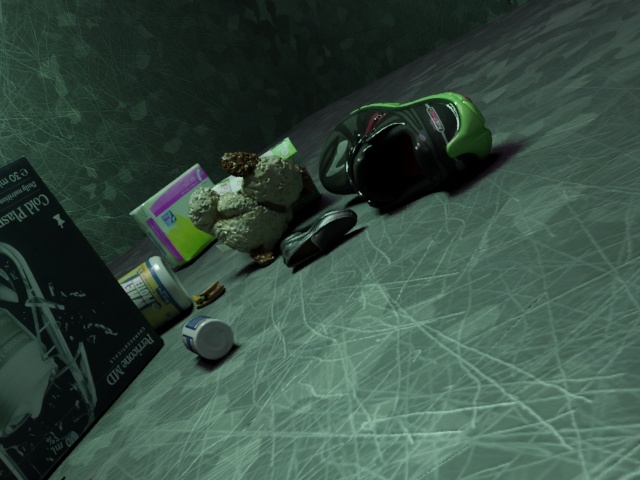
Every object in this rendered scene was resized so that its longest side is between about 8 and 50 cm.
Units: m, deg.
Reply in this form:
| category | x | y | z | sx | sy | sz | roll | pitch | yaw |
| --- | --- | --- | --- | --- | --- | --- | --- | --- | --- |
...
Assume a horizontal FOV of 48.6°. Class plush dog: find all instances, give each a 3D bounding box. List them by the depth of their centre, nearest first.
| category | x | y | z | sx | sy | sz | roll | pitch | yaw |
| --- | --- | --- | --- | --- | --- | --- | --- | --- | --- |
| plush dog | -0.132 | -0.086 | 1.581 | 0.210 | 0.263 | 0.225 | 43 | 114 | 50 |

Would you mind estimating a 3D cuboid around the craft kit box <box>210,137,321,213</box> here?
| category | x | y | z | sx | sy | sz | roll | pitch | yaw |
| --- | --- | --- | --- | --- | --- | --- | --- | --- | --- |
| craft kit box | -0.139 | -0.115 | 1.777 | 0.247 | 0.061 | 0.250 | -31 | -26 | 1 |

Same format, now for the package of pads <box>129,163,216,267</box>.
| category | x | y | z | sx | sy | sz | roll | pitch | yaw |
| --- | --- | --- | --- | --- | --- | --- | --- | --- | --- |
| package of pads | -0.413 | -0.076 | 2.205 | 0.101 | 0.229 | 0.296 | -26 | 16 | 41 |

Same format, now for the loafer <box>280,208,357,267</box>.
| category | x | y | z | sx | sy | sz | roll | pitch | yaw |
| --- | --- | --- | --- | --- | --- | --- | --- | --- | --- |
| loafer | 0.000 | 0.000 | 1.361 | 0.170 | 0.062 | 0.061 | -33 | 35 | 19 |

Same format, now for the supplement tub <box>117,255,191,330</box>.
| category | x | y | z | sx | sy | sz | roll | pitch | yaw |
| --- | --- | --- | --- | --- | --- | --- | --- | --- | --- |
| supplement tub | -0.408 | 0.144 | 1.594 | 0.200 | 0.144 | 0.144 | -35 | 13 | -6 |

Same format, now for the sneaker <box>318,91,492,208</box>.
| category | x | y | z | sx | sy | sz | roll | pitch | yaw |
| --- | --- | --- | --- | --- | --- | --- | --- | --- | --- |
| sneaker | 0.112 | -0.167 | 1.395 | 0.202 | 0.185 | 0.483 | -36 | 12 | -26 |

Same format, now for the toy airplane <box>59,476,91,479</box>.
| category | x | y | z | sx | sy | sz | roll | pitch | yaw |
| --- | --- | --- | --- | --- | --- | --- | --- | --- | --- |
| toy airplane | -0.391 | 0.378 | 0.975 | 0.151 | 0.028 | 0.151 | -33 | 13 | 9 |

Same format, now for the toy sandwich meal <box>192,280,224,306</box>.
| category | x | y | z | sx | sy | sz | roll | pitch | yaw |
| --- | --- | --- | --- | --- | --- | --- | --- | --- | --- |
| toy sandwich meal | -0.249 | 0.116 | 1.568 | 0.086 | 0.029 | 0.085 | -32 | 13 | 8 |

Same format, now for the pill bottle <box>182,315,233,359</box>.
| category | x | y | z | sx | sy | sz | roll | pitch | yaw |
| --- | --- | --- | --- | --- | --- | --- | --- | --- | --- |
| pill bottle | -0.196 | 0.162 | 1.199 | 0.067 | 0.067 | 0.120 | -39 | 14 | -21 |

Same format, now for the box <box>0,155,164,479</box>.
| category | x | y | z | sx | sy | sz | roll | pitch | yaw |
| --- | --- | --- | --- | --- | --- | --- | --- | --- | --- |
| box | -0.624 | 0.175 | 1.278 | 0.297 | 0.471 | 0.480 | -25 | 16 | 29 |
